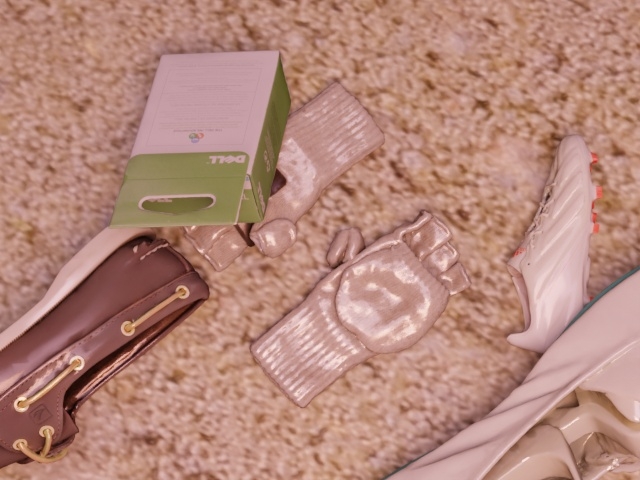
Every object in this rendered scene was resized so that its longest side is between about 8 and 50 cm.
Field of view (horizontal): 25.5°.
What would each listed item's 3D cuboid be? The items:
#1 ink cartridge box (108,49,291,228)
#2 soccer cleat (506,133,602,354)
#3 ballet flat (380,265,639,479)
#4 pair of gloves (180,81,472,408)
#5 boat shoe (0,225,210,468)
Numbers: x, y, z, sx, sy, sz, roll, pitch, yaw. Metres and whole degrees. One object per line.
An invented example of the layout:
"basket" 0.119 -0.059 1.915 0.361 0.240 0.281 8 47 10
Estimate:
"ink cartridge box" -0.096 -0.068 1.178 0.109 0.062 0.209 0 47 11
"soccer cleat" 0.200 0.002 1.219 0.076 0.068 0.196 4 80 3
"ballet flat" 0.205 0.164 1.138 0.400 0.139 0.139 -37 80 -6
"pair of gloves" 0.000 0.000 1.228 0.204 0.042 0.240 -31 80 -8
"boat shoe" -0.230 0.122 1.162 0.097 0.116 0.324 41 74 11
